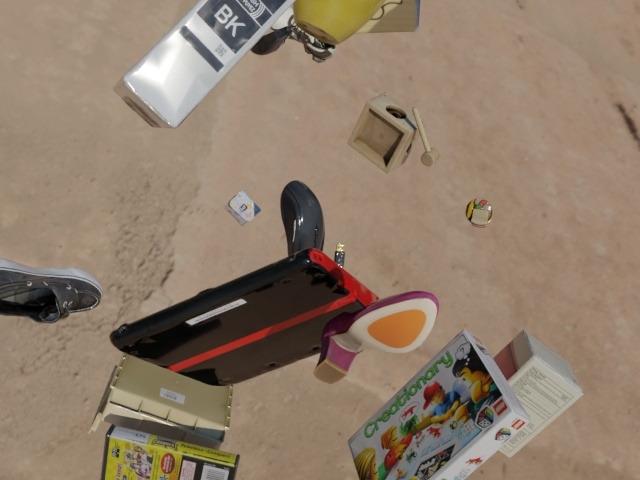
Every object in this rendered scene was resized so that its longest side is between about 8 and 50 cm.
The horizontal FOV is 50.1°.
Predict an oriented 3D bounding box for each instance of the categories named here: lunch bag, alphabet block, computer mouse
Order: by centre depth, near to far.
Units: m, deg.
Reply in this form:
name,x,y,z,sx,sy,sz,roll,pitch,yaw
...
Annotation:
name,x,y,z,sx,sy,sz,roll,pitch,yaw
computer mouse,-0.060,-0.440,1.455,0.071,0.242,0.041,-38,112,-43
computer mouse,0.000,0.000,1.475,0.184,0.060,0.262,-5,93,-47
lunch bag,-0.189,-0.081,1.676,0.071,0.083,0.053,47,55,-11
alphabet block,0.176,-0.707,1.900,0.197,0.192,0.193,1,55,5

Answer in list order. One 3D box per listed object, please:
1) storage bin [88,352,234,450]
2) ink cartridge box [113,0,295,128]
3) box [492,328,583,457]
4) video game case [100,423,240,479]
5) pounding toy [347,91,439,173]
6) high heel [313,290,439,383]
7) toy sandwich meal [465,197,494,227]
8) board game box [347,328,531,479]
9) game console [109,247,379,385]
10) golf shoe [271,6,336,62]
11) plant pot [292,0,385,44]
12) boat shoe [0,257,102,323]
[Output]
name,x,y,z,sx,sy,sz,roll,pitch,yaw
storage bin,-0.332,0.350,1.486,0.262,0.123,0.260,24,20,-13
ink cartridge box,-0.053,-0.240,0.631,0.065,0.333,0.165,43,-5,-20
box,0.441,0.343,1.539,0.148,0.232,0.127,37,20,-10
video game case,-0.298,0.493,1.313,0.248,0.275,0.035,14,25,-1
pounding toy,0.195,-0.246,1.570,0.206,0.181,0.094,39,42,15
high heel,0.077,0.099,0.893,0.082,0.244,0.117,32,47,-7
toy sandwich meal,0.437,-0.078,1.883,0.085,0.085,0.029,44,-2,12
board game box,0.181,0.315,1.126,0.053,0.305,0.193,33,19,-29
game console,-0.110,0.144,1.187,0.342,0.386,0.060,44,27,-55
golf shoe,-0.042,-0.509,1.634,0.198,0.094,0.077,30,81,-19
plant pot,0.015,-0.324,0.926,0.134,0.095,0.134,26,2,-1
boat shoe,-0.381,0.079,0.940,0.076,0.080,0.228,53,10,26
